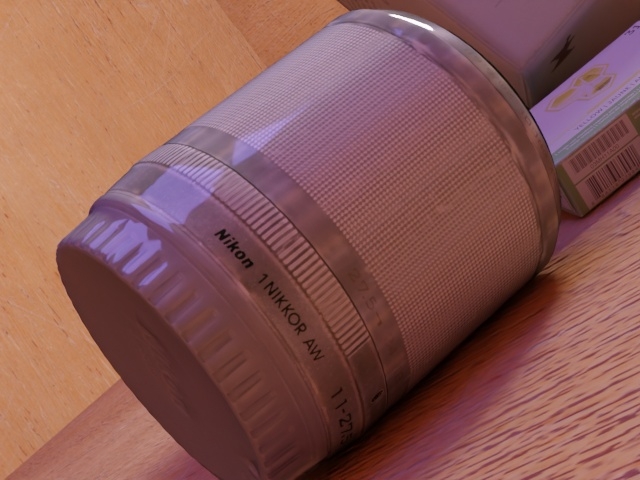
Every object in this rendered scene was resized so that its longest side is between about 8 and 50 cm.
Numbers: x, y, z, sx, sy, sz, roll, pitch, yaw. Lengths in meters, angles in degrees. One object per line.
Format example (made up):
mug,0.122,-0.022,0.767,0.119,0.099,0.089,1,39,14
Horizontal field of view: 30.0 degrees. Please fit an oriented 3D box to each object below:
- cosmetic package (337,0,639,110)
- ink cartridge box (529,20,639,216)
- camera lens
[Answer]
cosmetic package,0.167,-0.351,1.186,0.329,0.393,0.327,-48,-16,0
ink cartridge box,0.211,-0.108,0.973,0.171,0.056,0.235,-39,21,-5
camera lens,0.000,0.000,0.768,0.274,0.219,0.219,-39,4,-23
